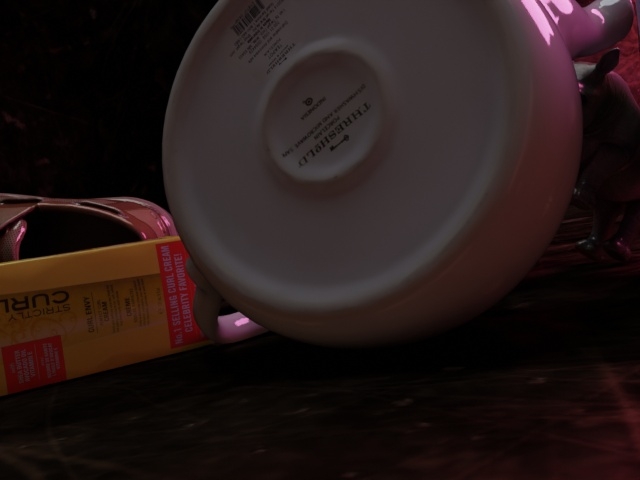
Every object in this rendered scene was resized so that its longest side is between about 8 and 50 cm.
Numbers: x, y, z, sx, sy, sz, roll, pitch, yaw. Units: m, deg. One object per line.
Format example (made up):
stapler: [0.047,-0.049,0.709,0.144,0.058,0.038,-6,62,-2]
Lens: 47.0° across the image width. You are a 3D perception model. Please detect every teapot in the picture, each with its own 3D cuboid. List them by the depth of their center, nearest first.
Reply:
teapot: [0.040,-0.047,0.454,0.256,0.252,0.187,5,-6,28]

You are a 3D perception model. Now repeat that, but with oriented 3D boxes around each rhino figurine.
rhino figurine: [0.217,-0.074,0.584,0.073,0.106,0.243,28,-8,45]

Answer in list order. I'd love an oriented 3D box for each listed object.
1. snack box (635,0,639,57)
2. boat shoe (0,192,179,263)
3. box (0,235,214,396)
snack box: [0.244,-0.064,0.463,0.070,0.174,0.207,-7,3,27]
boat shoe: [-0.318,0.004,0.770,0.325,0.123,0.116,-8,3,-1]
box: [-0.190,0.053,0.487,0.232,0.087,0.058,-9,3,-35]
